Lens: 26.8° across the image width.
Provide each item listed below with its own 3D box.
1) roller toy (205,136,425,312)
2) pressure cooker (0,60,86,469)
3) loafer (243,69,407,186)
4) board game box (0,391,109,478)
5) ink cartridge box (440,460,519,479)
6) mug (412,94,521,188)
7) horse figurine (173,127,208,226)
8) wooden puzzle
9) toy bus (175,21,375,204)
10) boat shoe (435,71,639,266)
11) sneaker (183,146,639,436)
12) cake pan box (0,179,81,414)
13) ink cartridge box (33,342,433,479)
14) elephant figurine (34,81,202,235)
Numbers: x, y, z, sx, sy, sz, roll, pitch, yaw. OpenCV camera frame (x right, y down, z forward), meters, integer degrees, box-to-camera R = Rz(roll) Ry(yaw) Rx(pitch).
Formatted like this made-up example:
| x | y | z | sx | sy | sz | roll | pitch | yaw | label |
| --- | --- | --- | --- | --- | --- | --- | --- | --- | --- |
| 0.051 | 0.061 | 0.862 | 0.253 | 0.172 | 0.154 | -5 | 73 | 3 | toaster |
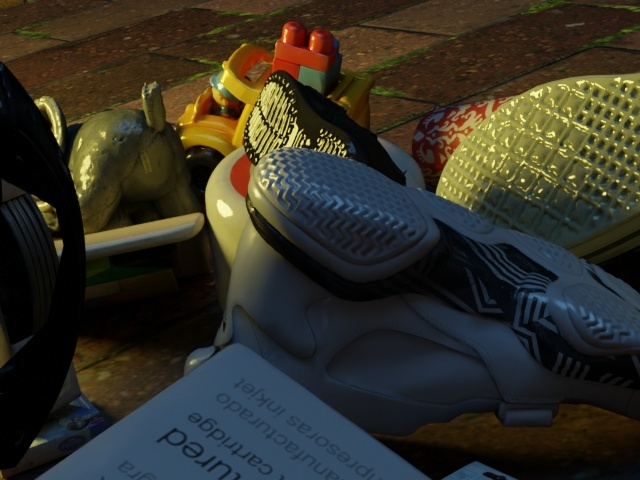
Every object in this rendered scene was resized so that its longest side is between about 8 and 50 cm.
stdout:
| x | y | z | sx | sy | sz | roll | pitch | yaw | label |
| --- | --- | --- | --- | --- | --- | --- | --- | --- | --- |
| 0.000 | 0.000 | 1.189 | 0.209 | 0.146 | 0.191 | -23 | 36 | -29 | roller toy |
| -0.353 | 0.035 | 0.817 | 0.420 | 0.376 | 0.370 | -5 | -6 | -20 | pressure cooker |
| 0.002 | -0.073 | 1.110 | 0.078 | 0.080 | 0.220 | 19 | 18 | -31 | loafer |
| -0.225 | 0.150 | 1.073 | 0.090 | 0.020 | 0.090 | -20 | 23 | -23 | board game box |
| 0.080 | 0.184 | 0.853 | 0.115 | 0.029 | 0.063 | -22 | 24 | -33 | ink cartridge box |
| 0.193 | -0.084 | 1.404 | 0.169 | 0.150 | 0.113 | 3 | 51 | 53 | mug |
| -0.176 | -0.088 | 1.595 | 0.174 | 0.066 | 0.263 | -5 | 23 | 18 | horse figurine |
| -0.211 | 0.033 | 1.239 | 0.221 | 0.044 | 0.239 | -12 | -9 | -6 | wooden puzzle |
| -0.051 | -0.142 | 1.446 | 0.220 | 0.211 | 0.149 | 14 | 33 | 14 | toy bus |
| 0.309 | -0.068 | 1.151 | 0.500 | 0.187 | 0.156 | -20 | -32 | 40 | boat shoe |
| 0.086 | 0.093 | 0.949 | 0.365 | 0.210 | 0.137 | 24 | 19 | -10 | sneaker |
| -0.329 | 0.025 | 1.087 | 0.266 | 0.246 | 0.070 | -5 | 16 | 34 | cake pan box |
| -0.061 | 0.246 | 0.434 | 0.285 | 0.166 | 0.395 | 33 | 40 | 21 | ink cartridge box |
| -0.246 | -0.080 | 1.424 | 0.186 | 0.169 | 0.239 | -46 | 42 | -10 | elephant figurine |
